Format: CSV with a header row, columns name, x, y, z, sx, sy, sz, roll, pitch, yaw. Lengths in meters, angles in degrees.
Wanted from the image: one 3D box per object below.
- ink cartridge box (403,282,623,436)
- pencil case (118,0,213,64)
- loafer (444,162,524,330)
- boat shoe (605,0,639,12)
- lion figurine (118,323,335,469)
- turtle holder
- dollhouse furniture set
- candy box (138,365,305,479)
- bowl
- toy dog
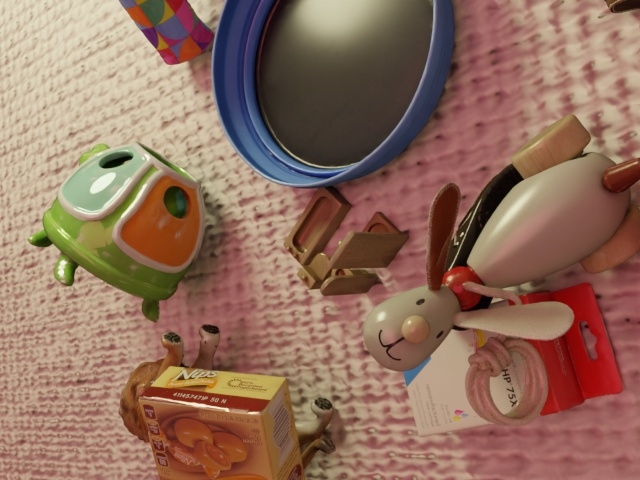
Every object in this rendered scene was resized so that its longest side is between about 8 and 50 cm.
name,x,y,z,sx,sy,sz,roll,pitch,yaw
ink cartridge box,0.211,0.140,0.854,0.231,0.078,0.134,-23,75,36
pencil case,-0.268,-0.395,1.164,0.104,0.236,0.104,-19,40,16
loafer,0.182,0.001,0.843,0.220,0.080,0.078,-54,11,-14
boat shoe,0.377,-0.249,0.732,0.183,0.066,0.066,-4,88,39
lion figurine,-0.157,0.282,1.117,0.392,0.142,0.240,33,117,30
turtle holder,-0.313,-0.039,1.213,0.227,0.243,0.320,-58,17,4
dollhouse furniture set,0.000,0.000,0.998,0.151,0.123,0.144,48,117,29
candy box,-0.118,0.332,1.001,0.183,0.087,0.316,1,113,23
bowl,0.009,-0.264,1.018,0.391,0.077,0.391,-3,85,39
toy dog,0.204,0.009,0.717,0.220,0.161,0.334,33,77,-1
